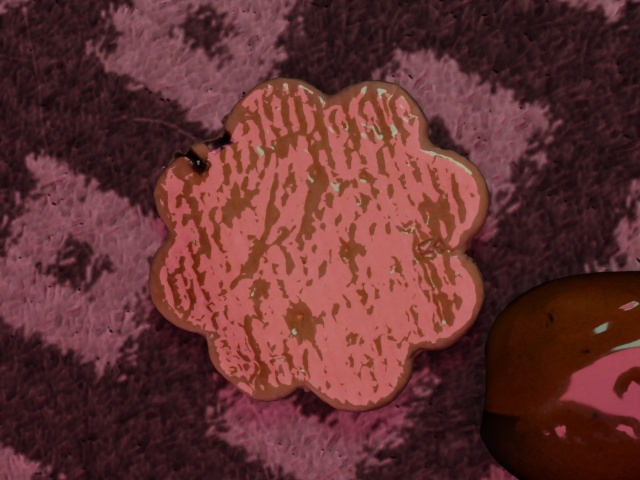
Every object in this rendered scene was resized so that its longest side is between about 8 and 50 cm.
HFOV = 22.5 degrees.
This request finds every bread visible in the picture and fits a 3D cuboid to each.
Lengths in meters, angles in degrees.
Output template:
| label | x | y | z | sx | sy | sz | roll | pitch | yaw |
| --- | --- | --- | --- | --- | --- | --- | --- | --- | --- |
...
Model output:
| label | x | y | z | sx | sy | sz | roll | pitch | yaw |
| --- | --- | --- | --- | --- | --- | --- | --- | --- | --- |
| bread | 0.000 | 0.000 | 1.432 | 0.316 | 0.054 | 0.316 | 0 | 87 | 7 |

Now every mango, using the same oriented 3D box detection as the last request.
| label | x | y | z | sx | sy | sz | roll | pitch | yaw |
| --- | --- | --- | --- | --- | --- | --- | --- | --- | --- |
| mango | 0.275 | 0.122 | 1.345 | 0.287 | 0.152 | 0.201 | -12 | 97 | 9 |
